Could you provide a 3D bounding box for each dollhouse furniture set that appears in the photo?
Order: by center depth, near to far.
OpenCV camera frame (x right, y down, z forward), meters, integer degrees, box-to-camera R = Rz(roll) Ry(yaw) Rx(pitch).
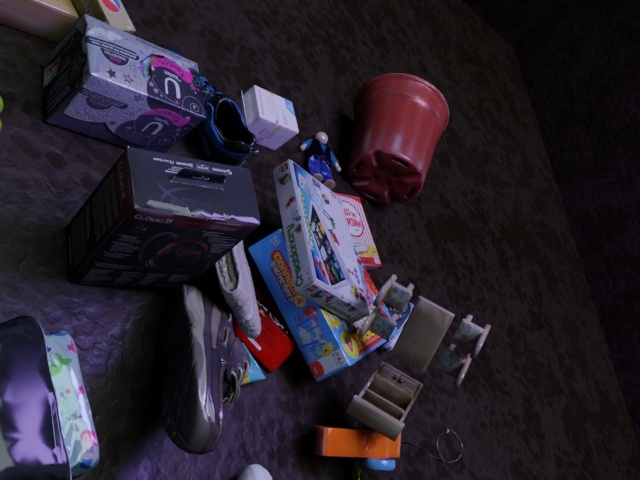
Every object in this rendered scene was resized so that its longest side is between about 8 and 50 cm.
[{"bbox_3d":[0.165,0.228,1.402,0.212,0.242,0.161,29,26,12],"label":"dollhouse furniture set"}]

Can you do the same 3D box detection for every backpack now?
[{"bbox_3d":[-0.399,0.224,0.883,0.191,0.253,0.225,8,56,-54],"label":"backpack"}]

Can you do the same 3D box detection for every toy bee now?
[{"bbox_3d":[0.105,0.418,1.492,0.298,0.162,0.195,31,71,-15],"label":"toy bee"}]

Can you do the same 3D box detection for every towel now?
[{"bbox_3d":[-0.166,0.027,1.380,0.187,0.049,0.282,74,-1,-55],"label":"towel"}]

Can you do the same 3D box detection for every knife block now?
[{"bbox_3d":[-0.502,-0.424,1.370,0.242,0.088,0.276,48,35,-15],"label":"knife block"}]

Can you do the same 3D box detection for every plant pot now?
[{"bbox_3d":[0.197,-0.259,1.998,0.272,0.272,0.265,38,47,-28],"label":"plant pot"}]

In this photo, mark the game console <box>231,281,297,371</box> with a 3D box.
[{"bbox_3d":[-0.118,0.171,1.482,0.144,0.085,0.124,49,67,-14],"label":"game console"}]

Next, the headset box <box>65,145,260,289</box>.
[{"bbox_3d":[-0.252,-0.030,1.190,0.218,0.293,0.110,6,60,-37],"label":"headset box"}]

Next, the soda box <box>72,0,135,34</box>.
[{"bbox_3d":[-0.418,-0.452,1.369,0.061,0.058,0.181,-24,87,-57],"label":"soda box"}]

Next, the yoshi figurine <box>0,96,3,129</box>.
[{"bbox_3d":[-0.634,-0.185,1.006,0.362,0.204,0.203,10,16,-32],"label":"yoshi figurine"}]

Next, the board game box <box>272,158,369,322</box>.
[{"bbox_3d":[0.000,0.000,1.502,0.193,0.053,0.305,34,35,-45],"label":"board game box"}]

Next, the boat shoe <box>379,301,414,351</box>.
[{"bbox_3d":[0.172,0.183,1.790,0.083,0.065,0.183,54,36,-11],"label":"boat shoe"}]

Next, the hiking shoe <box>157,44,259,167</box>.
[{"bbox_3d":[-0.237,-0.293,1.549,0.304,0.132,0.113,52,56,-10],"label":"hiking shoe"}]

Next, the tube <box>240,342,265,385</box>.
[{"bbox_3d":[-0.182,0.241,1.323,0.207,0.052,0.080,-12,68,-57],"label":"tube"}]

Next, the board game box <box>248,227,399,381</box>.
[{"bbox_3d":[0.017,0.112,1.581,0.302,0.086,0.308,62,24,6],"label":"board game box"}]

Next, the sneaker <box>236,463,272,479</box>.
[{"bbox_3d":[-0.143,0.457,1.185,0.094,0.090,0.235,34,40,-18],"label":"sneaker"}]

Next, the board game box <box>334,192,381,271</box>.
[{"bbox_3d":[0.064,-0.020,1.823,0.146,0.045,0.194,6,61,-50],"label":"board game box"}]

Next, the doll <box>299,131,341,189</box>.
[{"bbox_3d":[0.003,-0.206,1.881,0.129,0.046,0.189,25,41,-27],"label":"doll"}]

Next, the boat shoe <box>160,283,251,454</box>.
[{"bbox_3d":[-0.174,0.196,1.189,0.130,0.132,0.355,20,26,-23],"label":"boat shoe"}]

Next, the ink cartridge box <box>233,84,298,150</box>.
[{"bbox_3d":[-0.138,-0.287,1.726,0.143,0.090,0.092,16,53,-44],"label":"ink cartridge box"}]

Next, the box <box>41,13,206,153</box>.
[{"bbox_3d":[-0.361,-0.276,1.372,0.247,0.163,0.142,15,54,-45],"label":"box"}]
